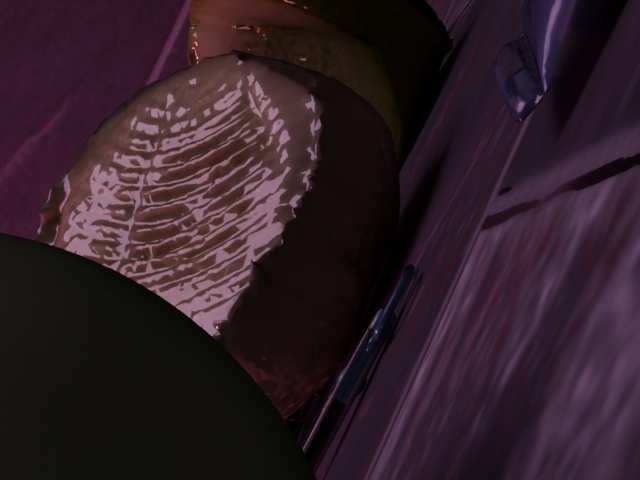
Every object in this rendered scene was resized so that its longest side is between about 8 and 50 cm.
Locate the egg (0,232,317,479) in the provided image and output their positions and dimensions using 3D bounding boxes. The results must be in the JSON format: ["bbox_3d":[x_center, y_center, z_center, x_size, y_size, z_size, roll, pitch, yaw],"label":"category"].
[{"bbox_3d":[-0.102,0.107,0.427,0.269,0.220,0.220,141,154,-82],"label":"egg"}]

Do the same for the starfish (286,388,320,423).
[{"bbox_3d":[-0.027,0.126,1.044,0.091,0.028,0.078,-58,-8,-67],"label":"starfish"}]

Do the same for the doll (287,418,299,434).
[{"bbox_3d":[-0.082,0.070,1.120,0.190,0.115,0.050,63,154,24],"label":"doll"}]

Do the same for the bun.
[{"bbox_3d":[-0.057,0.018,1.007,0.259,0.152,0.259,-24,49,30],"label":"bun"}]

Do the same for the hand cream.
[{"bbox_3d":[0.112,-0.164,0.556,0.088,0.055,0.256,-92,24,-68],"label":"hand cream"}]

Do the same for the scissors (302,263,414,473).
[{"bbox_3d":[0.017,0.065,0.804,0.119,0.014,0.058,-62,-2,4],"label":"scissors"}]

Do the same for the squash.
[{"bbox_3d":[-0.017,-0.146,1.300,0.133,0.220,0.220,-63,1,-19],"label":"squash"}]
